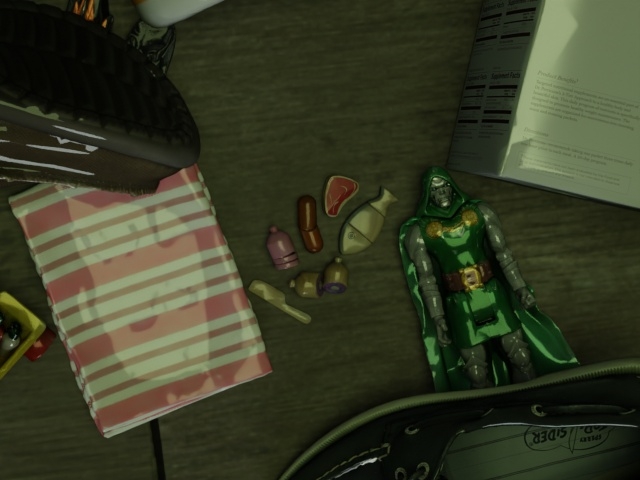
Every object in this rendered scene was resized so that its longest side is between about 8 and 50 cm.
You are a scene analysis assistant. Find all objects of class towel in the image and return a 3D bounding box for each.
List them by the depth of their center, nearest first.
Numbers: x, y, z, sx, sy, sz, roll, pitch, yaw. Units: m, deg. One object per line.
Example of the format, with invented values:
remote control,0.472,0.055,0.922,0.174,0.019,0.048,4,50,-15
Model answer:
towel,-0.132,0.034,1.132,0.144,0.029,0.197,-21,99,-10

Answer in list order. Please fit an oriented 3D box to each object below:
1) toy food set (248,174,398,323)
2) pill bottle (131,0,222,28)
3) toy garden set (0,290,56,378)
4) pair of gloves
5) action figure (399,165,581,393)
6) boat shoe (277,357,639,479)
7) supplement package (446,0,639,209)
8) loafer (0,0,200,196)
toy food set,0.000,0.000,1.160,0.078,0.019,0.122,31,88,-12
pill bottle,-0.106,-0.301,1.040,0.162,0.162,0.278,-27,99,-8
toy garden set,-0.333,0.078,1.086,0.204,0.049,0.244,43,86,-12
pair of gloves,-0.149,-0.150,1.121,0.083,0.010,0.074,8,98,-13
action figure,0.122,0.053,1.172,0.137,0.063,0.232,-21,95,-6
boat shoe,0.109,0.183,1.105,0.340,0.113,0.127,-14,104,12
supplement package,0.222,-0.128,1.126,0.194,0.149,0.203,13,93,-12
loafer,-0.263,-0.091,1.040,0.366,0.134,0.130,12,129,-24
